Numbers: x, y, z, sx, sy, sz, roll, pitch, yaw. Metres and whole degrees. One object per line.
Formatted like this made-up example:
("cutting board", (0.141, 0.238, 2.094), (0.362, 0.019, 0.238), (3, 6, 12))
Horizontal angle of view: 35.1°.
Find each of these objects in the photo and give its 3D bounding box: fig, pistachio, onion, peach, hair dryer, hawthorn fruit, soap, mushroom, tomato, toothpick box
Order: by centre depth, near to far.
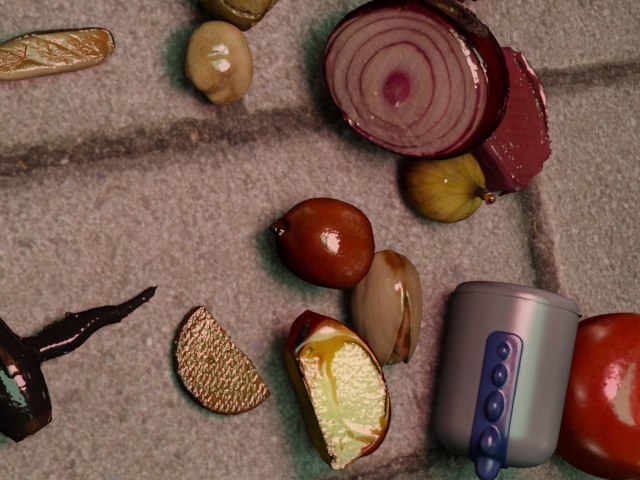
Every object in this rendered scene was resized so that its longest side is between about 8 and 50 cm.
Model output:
("hair dryer", (-0.418, 0.116, 1.586), (0.359, 0.120, 0.304), (-26, 84, -37))
("mushroom", (-0.173, -0.301, 1.719), (0.112, 0.148, 0.148), (-1, 85, 12))
("hawthorn fruit", (0.000, 0.000, 1.753), (0.188, 0.169, 0.169), (24, 75, -35))
("peach", (0.026, 0.245, 1.756), (0.158, 0.154, 0.267), (-21, 86, -19))
("onion", (0.185, -0.308, 1.820), (0.336, 0.282, 0.260), (24, 28, 13))
("pistachio", (0.121, 0.123, 1.824), (0.143, 0.144, 0.215), (-10, 98, -28))
("toothpick box", (0.333, 0.265, 1.861), (0.263, 0.263, 0.355), (15, 80, -26))
("fig", (0.248, -0.084, 1.878), (0.160, 0.231, 0.143), (20, 117, -31))
("tomato", (0.581, 0.304, 1.981), (0.289, 0.293, 0.325), (17, 83, -11))
("soap", (0.352, -0.233, 1.996), (0.182, 0.112, 0.289), (-7, 90, -25))

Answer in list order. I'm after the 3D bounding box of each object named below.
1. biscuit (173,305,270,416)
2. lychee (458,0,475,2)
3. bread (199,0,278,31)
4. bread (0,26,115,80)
("biscuit", (-0.182, 0.219, 1.719), (0.126, 0.025, 0.206), (-42, 104, -25))
("lychee", (0.291, -0.573, 1.926), (0.271, 0.271, 0.271), (3, 85, -28))
("bread", (-0.106, -0.443, 1.696), (0.124, 0.257, 0.186), (37, 91, -11))
("bread", (-0.431, -0.299, 1.616), (0.214, 0.053, 0.073), (-18, 98, -31))
